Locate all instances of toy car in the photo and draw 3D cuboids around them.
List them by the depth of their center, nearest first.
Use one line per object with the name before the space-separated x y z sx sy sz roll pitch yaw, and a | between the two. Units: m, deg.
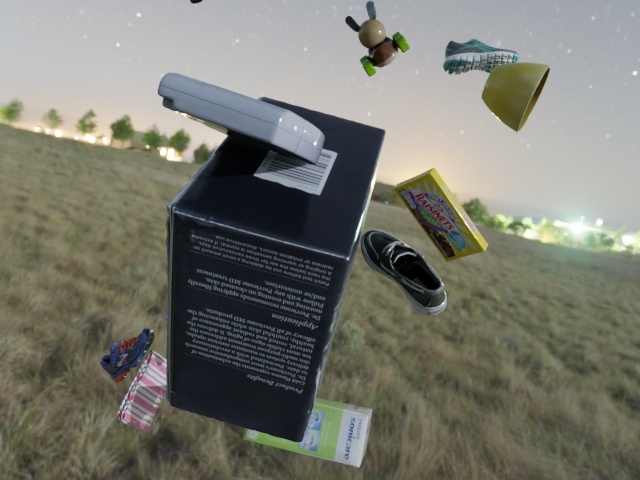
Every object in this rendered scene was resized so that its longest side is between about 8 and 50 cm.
toy car | 0.164 -0.644 1.765 0.188 0.155 0.149 51 16 -23

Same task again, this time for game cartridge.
game cartridge | -0.095 -0.173 0.852 0.197 0.062 0.297 16 5 7

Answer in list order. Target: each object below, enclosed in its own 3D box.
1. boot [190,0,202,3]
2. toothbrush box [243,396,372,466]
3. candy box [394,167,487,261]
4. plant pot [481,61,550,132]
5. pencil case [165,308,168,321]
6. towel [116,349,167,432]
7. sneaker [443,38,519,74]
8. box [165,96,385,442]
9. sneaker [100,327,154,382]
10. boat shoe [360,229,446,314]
boot | -0.418 -0.851 1.897 0.106 0.037 0.114 -26 -1 13
toothbrush box | -0.023 0.454 1.394 0.282 0.122 0.206 8 -11 10
candy box | 0.251 -0.050 1.175 0.105 0.206 0.027 -24 20 47
plant pot | 0.373 -0.291 1.097 0.095 0.134 0.134 27 11 19
pencil case | -0.327 0.246 1.470 0.088 0.206 0.086 2 46 28
towel | -0.470 0.417 1.545 0.029 0.197 0.144 11 -28 23
sneaker | 0.351 -0.413 1.234 0.166 0.076 0.065 0 -23 -2
box | -0.083 0.041 1.133 0.297 0.472 0.480 16 37 3
sneaker | -0.540 0.312 1.557 0.087 0.221 0.083 39 25 -15
boat shoe | 0.144 0.036 0.989 0.077 0.070 0.219 -31 48 -15
